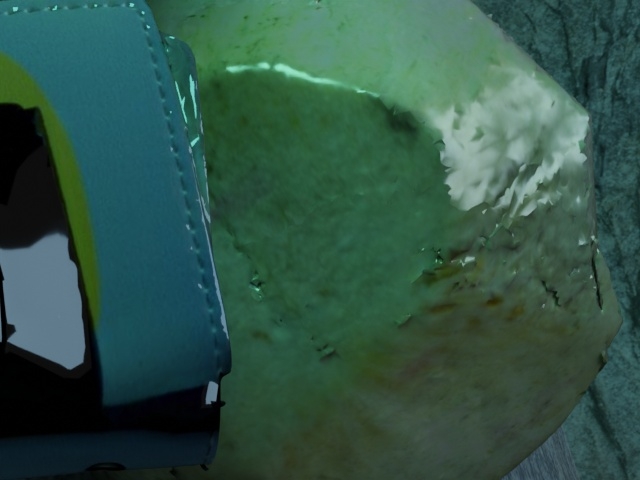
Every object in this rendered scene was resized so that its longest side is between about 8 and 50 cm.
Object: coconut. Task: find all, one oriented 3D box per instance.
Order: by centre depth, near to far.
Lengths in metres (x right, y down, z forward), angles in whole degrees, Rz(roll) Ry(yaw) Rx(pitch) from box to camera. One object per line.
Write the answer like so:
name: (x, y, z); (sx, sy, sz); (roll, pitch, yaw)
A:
coconut: (0.000, 0.000, 0.838); (0.352, 0.352, 0.352); (-19, 90, -76)

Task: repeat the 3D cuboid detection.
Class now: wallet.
wallet: (-0.148, 0.000, 0.471); (0.069, 0.231, 0.170); (132, -49, -64)
